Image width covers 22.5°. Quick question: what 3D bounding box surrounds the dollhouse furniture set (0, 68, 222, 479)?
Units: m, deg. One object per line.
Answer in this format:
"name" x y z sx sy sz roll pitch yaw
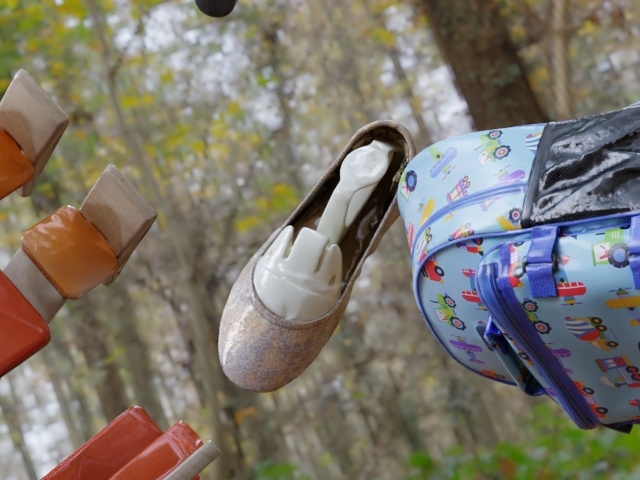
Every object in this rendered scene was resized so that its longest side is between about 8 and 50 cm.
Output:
"dollhouse furniture set" -0.180 0.055 0.831 0.262 0.259 0.135 -39 -6 -38

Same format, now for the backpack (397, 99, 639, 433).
"backpack" 0.119 0.017 0.782 0.173 0.117 0.158 -6 -42 28

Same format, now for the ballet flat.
"ballet flat" 0.000 0.000 1.512 0.316 0.107 0.106 -59 -8 -33

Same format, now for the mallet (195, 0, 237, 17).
"mallet" -0.157 -0.237 1.377 0.190 0.062 0.039 12 -47 -10
